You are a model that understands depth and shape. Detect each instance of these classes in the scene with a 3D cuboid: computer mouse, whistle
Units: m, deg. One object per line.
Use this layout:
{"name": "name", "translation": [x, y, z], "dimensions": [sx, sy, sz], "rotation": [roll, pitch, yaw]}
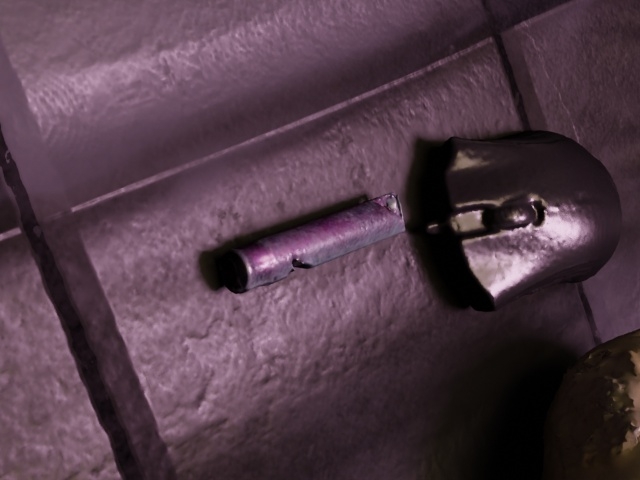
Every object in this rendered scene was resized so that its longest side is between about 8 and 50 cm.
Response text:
{"name": "computer mouse", "translation": [0.190, -0.027, 0.938], "dimensions": [0.264, 0.088, 0.147], "rotation": [-13, 89, -41]}
{"name": "whistle", "translation": [0.000, 0.000, 0.787], "dimensions": [0.177, 0.033, 0.033], "rotation": [-20, 96, -42]}

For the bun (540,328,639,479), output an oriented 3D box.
{"name": "bun", "translation": [0.298, 0.252, 0.892], "dimensions": [0.326, 0.235, 0.361], "rotation": [-7, 71, -49]}
